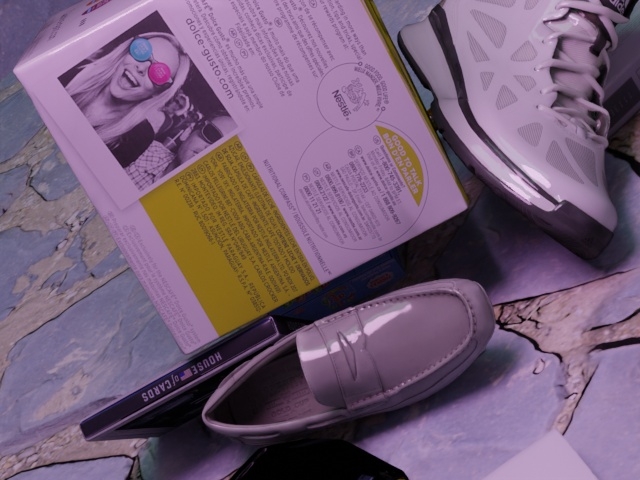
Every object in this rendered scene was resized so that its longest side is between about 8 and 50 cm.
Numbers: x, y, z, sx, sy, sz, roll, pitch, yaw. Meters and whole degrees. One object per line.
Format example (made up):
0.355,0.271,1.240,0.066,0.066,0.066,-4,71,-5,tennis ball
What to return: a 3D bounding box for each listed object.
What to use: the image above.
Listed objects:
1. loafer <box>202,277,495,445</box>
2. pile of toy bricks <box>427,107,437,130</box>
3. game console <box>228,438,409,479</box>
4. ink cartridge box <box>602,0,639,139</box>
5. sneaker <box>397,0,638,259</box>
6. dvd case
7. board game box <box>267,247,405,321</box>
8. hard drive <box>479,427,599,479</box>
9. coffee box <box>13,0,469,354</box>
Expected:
0.024,0.126,1.685,0.319,0.112,0.111,-30,-15,28,loafer
0.045,-0.106,2.129,0.212,0.118,0.105,-43,-14,6,pile of toy bricks
-0.083,0.320,1.593,0.361,0.044,0.213,-46,26,-23,game console
0.333,-0.229,2.019,0.275,0.060,0.239,-42,26,-14,ink cartridge box
0.248,-0.189,1.802,0.257,0.169,0.447,-45,36,16,sneaker
-0.115,0.147,1.820,0.239,0.029,0.179,-29,-14,15,dvd case
0.000,0.000,1.992,0.160,0.039,0.211,-28,39,10,board game box
0.109,0.295,1.406,0.307,0.040,0.203,-35,26,0,hard drive
-0.077,-0.142,1.810,0.334,0.338,0.337,-28,16,5,coffee box
